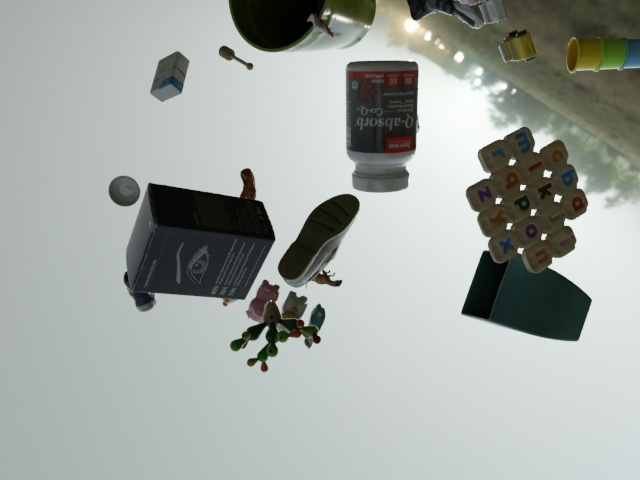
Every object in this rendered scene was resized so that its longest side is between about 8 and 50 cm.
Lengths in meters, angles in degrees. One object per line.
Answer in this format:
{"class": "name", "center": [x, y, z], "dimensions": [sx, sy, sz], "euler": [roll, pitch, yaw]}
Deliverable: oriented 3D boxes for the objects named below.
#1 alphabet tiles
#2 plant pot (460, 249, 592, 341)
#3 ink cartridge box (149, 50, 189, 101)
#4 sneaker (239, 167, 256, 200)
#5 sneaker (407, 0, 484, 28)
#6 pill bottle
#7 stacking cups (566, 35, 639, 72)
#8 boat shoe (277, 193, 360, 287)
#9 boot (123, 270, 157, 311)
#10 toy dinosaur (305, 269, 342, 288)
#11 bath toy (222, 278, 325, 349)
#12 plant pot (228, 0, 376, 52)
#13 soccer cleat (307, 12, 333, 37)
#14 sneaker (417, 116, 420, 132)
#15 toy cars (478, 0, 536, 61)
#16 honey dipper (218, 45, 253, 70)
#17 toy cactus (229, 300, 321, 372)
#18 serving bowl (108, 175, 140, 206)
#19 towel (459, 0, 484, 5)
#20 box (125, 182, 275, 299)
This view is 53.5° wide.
{"class": "alphabet tiles", "center": [0.428, -0.083, 1.311], "dimensions": [0.284, 0.278, 0.021], "euler": [64, 159, -6]}
{"class": "plant pot", "center": [0.481, 0.141, 1.459], "dimensions": [0.234, 0.166, 0.165], "euler": [22, 175, -7]}
{"class": "ink cartridge box", "center": [-0.433, -0.472, 1.828], "dimensions": [0.052, 0.088, 0.122], "euler": [35, -127, -46]}
{"class": "sneaker", "center": [-0.251, -0.180, 2.274], "dimensions": [0.067, 0.064, 0.175], "euler": [62, -159, -54]}
{"class": "sneaker", "center": [0.372, -0.724, 1.969], "dimensions": [0.268, 0.153, 0.101], "euler": [40, -141, -11]}
{"class": "pill bottle", "center": [0.177, -0.334, 1.846], "dimensions": [0.210, 0.363, 0.210], "euler": [-1, -163, 0]}
{"class": "stacking cups", "center": [0.816, -0.493, 1.653], "dimensions": [0.316, 0.096, 0.096], "euler": [-2, -160, 4]}
{"class": "boat shoe", "center": [0.000, 0.000, 1.755], "dimensions": [0.113, 0.302, 0.103], "euler": [38, 169, 25]}
{"class": "boot", "center": [-0.442, 0.095, 1.546], "dimensions": [0.190, 0.069, 0.086], "euler": [40, 154, 59]}
{"class": "toy dinosaur", "center": [-0.009, 0.135, 2.354], "dimensions": [0.064, 0.112, 0.211], "euler": [-2, -178, -40]}
{"class": "bath toy", "center": [-0.163, 0.208, 1.970], "dimensions": [0.348, 0.129, 0.151], "euler": [26, -161, -2]}
{"class": "plant pot", "center": [-0.019, -0.714, 1.883], "dimensions": [0.366, 0.366, 0.353], "euler": [42, -155, 25]}
{"class": "soccer cleat", "center": [0.001, -0.558, 1.664], "dimensions": [0.083, 0.035, 0.029], "euler": [46, -164, -9]}
{"class": "sneaker", "center": [0.348, -0.419, 2.357], "dimensions": [0.038, 0.098, 0.069], "euler": [-3, -131, 14]}
{"class": "toy cars", "center": [0.627, -0.735, 2.215], "dimensions": [0.176, 0.087, 0.394], "euler": [58, -170, -57]}
{"class": "honey dipper", "center": [-0.200, -0.433, 1.520], "dimensions": [0.030, 0.030, 0.160], "euler": [16, -162, -40]}
{"class": "toy cactus", "center": [-0.110, 0.225, 1.567], "dimensions": [0.180, 0.219, 0.112], "euler": [-100, -10, -54]}
{"class": "serving bowl", "center": [-0.517, -0.132, 1.684], "dimensions": [0.083, 0.083, 0.027], "euler": [29, -171, -10]}
{"class": "towel", "center": [0.228, -0.668, 1.301], "dimensions": [0.332, 0.053, 0.317], "euler": [-123, 11, -53]}
{"class": "box", "center": [-0.204, 0.006, 1.066], "dimensions": [0.207, 0.153, 0.108], "euler": [9, -142, -30]}
